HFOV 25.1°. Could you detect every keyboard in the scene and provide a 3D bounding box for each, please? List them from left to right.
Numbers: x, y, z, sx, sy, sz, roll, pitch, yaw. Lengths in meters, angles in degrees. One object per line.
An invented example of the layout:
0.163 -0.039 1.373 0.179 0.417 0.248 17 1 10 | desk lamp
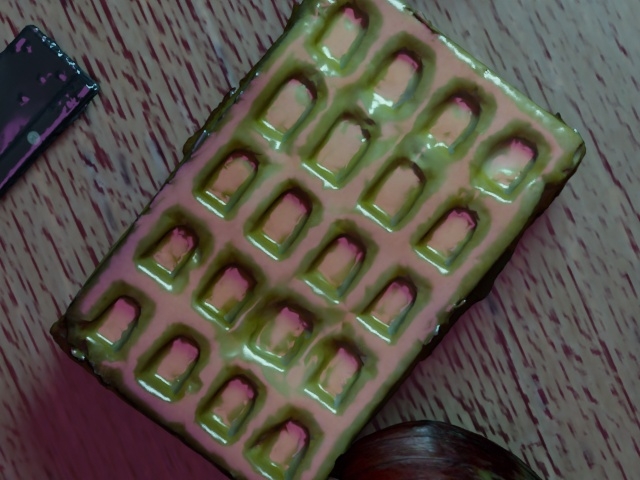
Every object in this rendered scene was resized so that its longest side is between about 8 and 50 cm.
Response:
-0.253 -0.045 0.998 0.072 0.023 0.231 43 93 6 | keyboard

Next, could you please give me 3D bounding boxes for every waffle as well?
0.000 0.000 0.959 0.224 0.098 0.327 38 91 -2 | waffle

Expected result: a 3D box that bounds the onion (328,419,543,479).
0.108 0.243 0.875 0.195 0.272 0.272 -12 93 21 | onion
